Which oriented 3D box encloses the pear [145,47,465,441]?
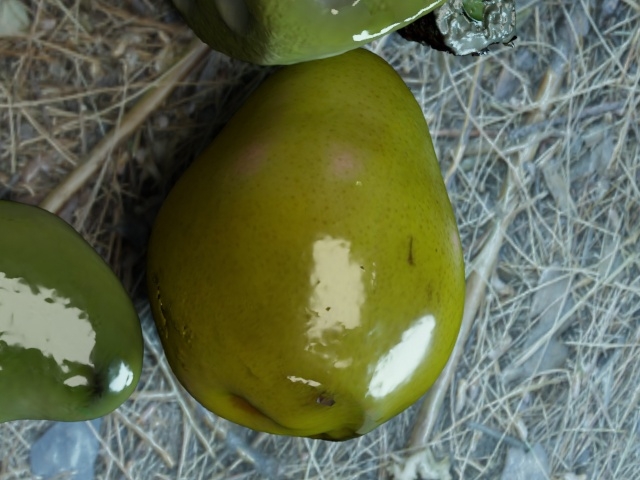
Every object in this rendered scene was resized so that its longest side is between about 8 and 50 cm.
[{"bbox_3d":[0.002,0.001,1.665,0.285,0.285,0.336,25,88,-36],"label":"pear"}]

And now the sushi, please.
[{"bbox_3d":[0.124,-0.207,1.794,0.094,0.084,0.098,-18,111,-26],"label":"sushi"}]

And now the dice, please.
[{"bbox_3d":[-0.012,-0.291,1.590,0.238,0.227,0.233,-31,118,-20],"label":"dice"}]

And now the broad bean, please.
[{"bbox_3d":[-0.262,0.061,1.601,0.263,0.121,0.189,16,92,-34],"label":"broad bean"}]
